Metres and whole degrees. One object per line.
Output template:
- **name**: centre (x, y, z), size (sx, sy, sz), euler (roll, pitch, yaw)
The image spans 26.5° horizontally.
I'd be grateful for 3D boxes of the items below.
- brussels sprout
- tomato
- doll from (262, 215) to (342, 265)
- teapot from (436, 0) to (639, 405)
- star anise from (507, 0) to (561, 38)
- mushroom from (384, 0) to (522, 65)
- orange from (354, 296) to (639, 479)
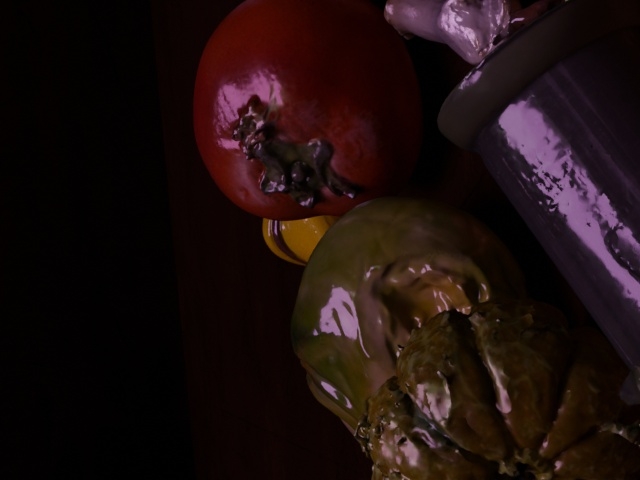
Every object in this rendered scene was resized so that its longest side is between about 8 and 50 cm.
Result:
- **brussels sprout**: centre (0.108, 0.112, 1.626), size (0.344, 0.268, 0.344), euler (40, 137, 53)
- **tomato**: centre (-0.015, -0.186, 1.799), size (0.321, 0.321, 0.322), euler (169, 90, -71)
- **doll**: centre (0.000, 0.000, 2.069), size (0.199, 0.145, 0.363), euler (79, 164, -51)
- **teapot**: centre (0.291, -0.038, 1.107), size (0.337, 0.270, 0.200), euler (57, -162, 14)
- **star anise**: centre (0.220, -0.137, 1.370), size (0.214, 0.099, 0.220), euler (-99, -1, -72)
- **mushroom**: centre (0.155, -0.253, 1.554), size (0.278, 0.096, 0.099), euler (-141, 45, -68)
- **orange**: centre (0.195, 0.210, 1.414), size (0.301, 0.300, 0.223), euler (-59, 2, 12)
